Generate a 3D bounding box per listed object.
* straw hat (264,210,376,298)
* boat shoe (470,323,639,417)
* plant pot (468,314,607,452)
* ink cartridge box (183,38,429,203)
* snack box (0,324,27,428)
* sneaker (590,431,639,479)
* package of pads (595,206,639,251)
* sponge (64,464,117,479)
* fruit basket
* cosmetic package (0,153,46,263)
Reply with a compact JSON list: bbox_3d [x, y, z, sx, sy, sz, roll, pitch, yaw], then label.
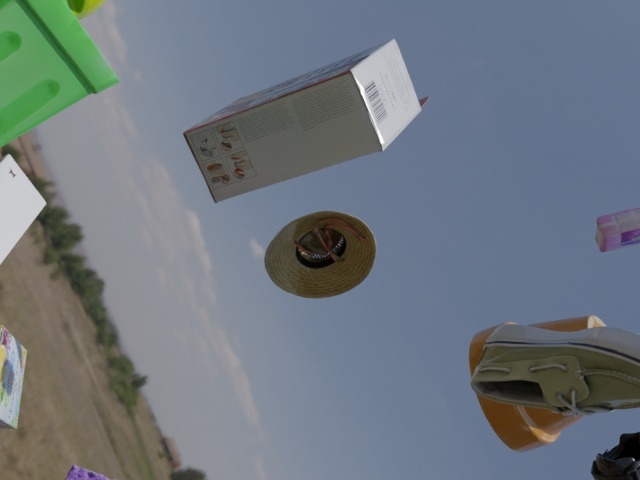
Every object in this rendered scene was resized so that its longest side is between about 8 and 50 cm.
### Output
[{"bbox_3d":[0.000,0.000,1.128,0.061,0.144,0.144,-97,178,-47],"label":"straw hat"},{"bbox_3d":[0.303,0.165,1.087,0.109,0.094,0.302,43,-22,-22],"label":"boat shoe"},{"bbox_3d":[0.367,0.209,1.446,0.205,0.188,0.205,38,38,-38],"label":"plant pot"},{"bbox_3d":[-0.013,-0.200,1.470,0.130,0.309,0.272,66,30,-15],"label":"ink cartridge box"},{"bbox_3d":[-0.383,0.162,1.083,0.141,0.037,0.100,107,-13,-70],"label":"snack box"},{"bbox_3d":[0.259,0.234,0.805,0.085,0.152,0.058,52,-24,-13],"label":"sneaker"},{"bbox_3d":[0.371,-0.016,1.093,0.050,0.083,0.032,61,16,-62],"label":"package of pads"},{"bbox_3d":[-0.128,0.261,0.822,0.117,0.210,0.031,107,2,-59],"label":"sponge"},{"bbox_3d":[-0.375,-0.335,1.090,0.392,0.392,0.283,60,-2,25],"label":"fruit basket"},{"bbox_3d":[-0.541,0.063,1.139,0.097,0.284,0.377,56,24,-24],"label":"cosmetic package"}]
